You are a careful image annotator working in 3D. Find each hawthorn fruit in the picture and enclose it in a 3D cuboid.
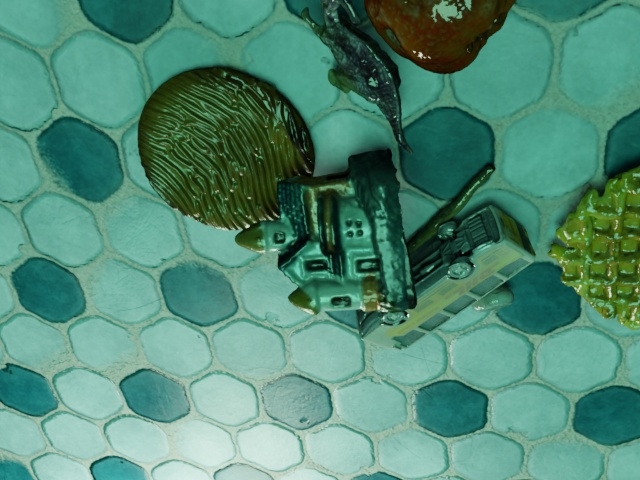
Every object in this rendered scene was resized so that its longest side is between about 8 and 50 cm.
[{"bbox_3d":[0.138,-0.352,1.037,0.243,0.207,0.207,43,124,5],"label":"hawthorn fruit"}]

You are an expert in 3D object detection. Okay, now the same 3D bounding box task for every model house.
[{"bbox_3d":[0.000,0.000,1.262,0.291,0.184,0.253,-6,108,5],"label":"model house"}]

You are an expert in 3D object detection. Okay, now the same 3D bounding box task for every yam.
[{"bbox_3d":[0.221,-0.049,1.329,0.029,0.027,0.234,11,134,-38],"label":"yam"}]

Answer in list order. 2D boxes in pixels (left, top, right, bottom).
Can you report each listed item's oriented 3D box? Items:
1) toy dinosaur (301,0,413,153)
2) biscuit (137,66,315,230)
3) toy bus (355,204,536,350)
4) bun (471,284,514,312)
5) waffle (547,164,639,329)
[{"bbox_3d":[0.054,-0.263,1.122,0.077,0.162,0.294,-43,112,-1],"label":"toy dinosaur"},{"bbox_3d":[-0.167,-0.149,1.325,0.317,0.040,0.318,6,126,8],"label":"biscuit"},{"bbox_3d":[0.213,0.073,1.370,0.138,0.097,0.342,25,129,-33],"label":"toy bus"},{"bbox_3d":[0.314,0.104,1.400,0.083,0.083,0.045,-20,79,23],"label":"bun"},{"bbox_3d":[0.561,0.015,1.288,0.325,0.068,0.302,34,124,-16],"label":"waffle"}]
